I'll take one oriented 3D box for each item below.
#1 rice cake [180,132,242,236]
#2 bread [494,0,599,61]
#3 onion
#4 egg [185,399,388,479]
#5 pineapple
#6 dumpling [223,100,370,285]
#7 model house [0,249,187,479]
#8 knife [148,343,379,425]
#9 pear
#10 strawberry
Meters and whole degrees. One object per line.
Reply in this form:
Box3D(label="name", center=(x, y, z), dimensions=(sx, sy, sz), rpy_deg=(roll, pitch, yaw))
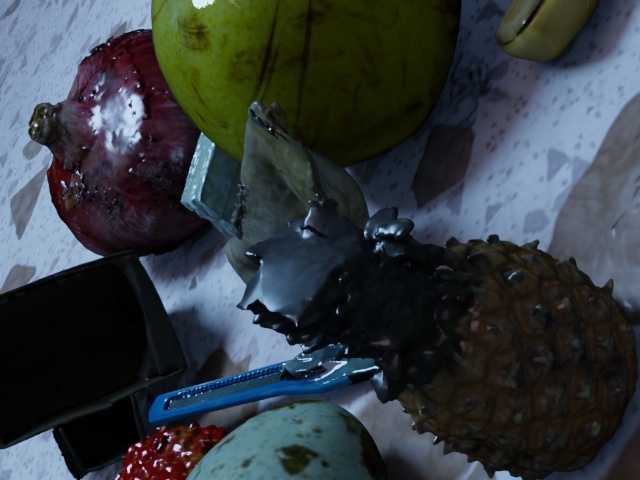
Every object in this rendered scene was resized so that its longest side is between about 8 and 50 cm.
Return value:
Box3D(label="rice cake", center=(-0.056, -0.104, 1.336), dimensions=(0.038, 0.124, 0.211), rpy_deg=(-2, 60, 51))
Box3D(label="bread", center=(0.190, -0.190, 1.092), dimensions=(0.115, 0.056, 0.082), rpy_deg=(-59, 13, -12))
Box3D(label="onion", center=(-0.206, -0.106, 1.457), dimensions=(0.252, 0.219, 0.252), rpy_deg=(-28, 54, 47))
Box3D(label="egg", center=(-0.026, 0.213, 0.998), dimensions=(0.169, 0.169, 0.231), rpy_deg=(-32, 26, 40))
Box3D(label="pineapple", center=(0.066, 0.053, 0.878), dimensions=(0.158, 0.278, 0.158), rpy_deg=(-36, 42, 41))
Box3D(label="dumpling", center=(0.000, -0.005, 1.140), dimensions=(0.086, 0.166, 0.332), rpy_deg=(-43, -10, -17))
Box3D(label="model house", center=(-0.251, 0.131, 1.390), dimensions=(0.243, 0.211, 0.204), rpy_deg=(170, 79, -75))
Box3D(label="knife", center=(-0.047, 0.125, 1.192), dimensions=(0.296, 0.026, 0.044), rpy_deg=(-18, 47, 36))
Box3D(label="pear", center=(-0.008, -0.188, 1.194), dimensions=(0.283, 0.283, 0.283), rpy_deg=(-35, 40, 37))
Box3D(label="strawberry", center=(-0.115, 0.250, 1.163), dimensions=(0.174, 0.098, 0.228), rpy_deg=(-61, 30, 4))
